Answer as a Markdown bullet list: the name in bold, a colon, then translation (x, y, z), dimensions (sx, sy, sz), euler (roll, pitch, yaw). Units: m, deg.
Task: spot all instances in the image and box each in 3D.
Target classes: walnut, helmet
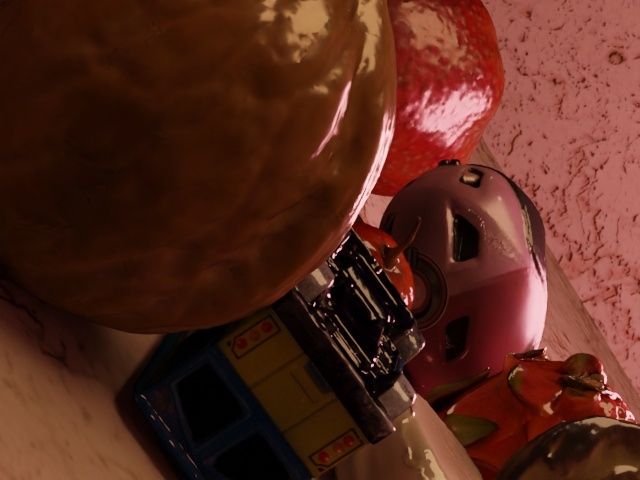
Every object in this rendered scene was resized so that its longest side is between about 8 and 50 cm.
- **walnut**: translation (-0.096, -0.092, 1.404), dimensions (0.333, 0.333, 0.333), euler (51, 14, -18)
- **helmet**: translation (0.135, 0.035, 2.121), dimensions (0.154, 0.198, 0.253), euler (37, 61, -49)

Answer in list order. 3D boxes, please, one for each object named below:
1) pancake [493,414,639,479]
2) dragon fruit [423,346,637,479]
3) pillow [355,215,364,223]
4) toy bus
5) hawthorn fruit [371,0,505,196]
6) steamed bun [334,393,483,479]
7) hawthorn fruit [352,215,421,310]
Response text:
- **pancake**: translation (0.257, 0.296, 1.904), dimensions (0.294, 0.294, 0.049), euler (48, -5, -31)
- **dragon fruit**: translation (0.209, 0.215, 2.003), dimensions (0.224, 0.227, 0.224), euler (54, 6, -8)
- **pillow**: translation (0.000, 0.000, 2.071), dimensions (0.185, 0.075, 0.302), euler (59, 11, -15)
- **toy bus**: translation (-0.025, 0.091, 1.554), dimensions (0.138, 0.175, 0.288), euler (54, 13, -7)
- **hawthorn fruit**: translation (0.044, -0.195, 2.341), dimensions (0.369, 0.285, 0.285), euler (2, 52, -47)
- **steamed bun**: translation (0.081, 0.226, 1.764), dimensions (0.183, 0.106, 0.183), euler (55, 10, -15)
- **hawthorn fruit**: translation (0.023, 0.043, 1.772), dimensions (0.163, 0.203, 0.163), euler (54, 15, -22)
